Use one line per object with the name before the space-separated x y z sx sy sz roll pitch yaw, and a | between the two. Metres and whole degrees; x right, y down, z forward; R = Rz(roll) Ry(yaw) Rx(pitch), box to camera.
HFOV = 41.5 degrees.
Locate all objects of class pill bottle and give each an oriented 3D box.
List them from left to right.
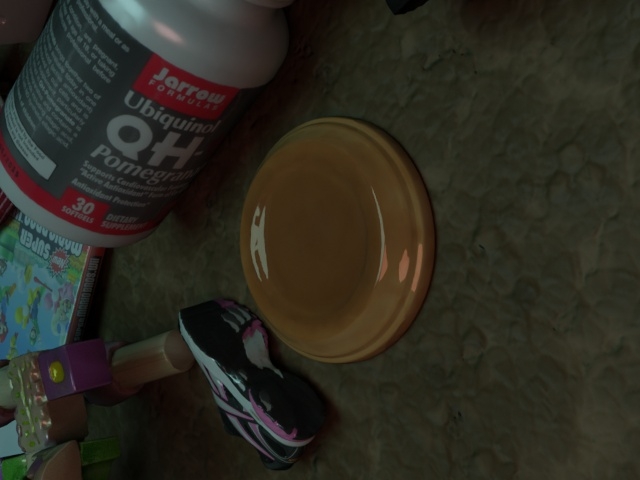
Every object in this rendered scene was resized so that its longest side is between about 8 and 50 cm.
pill bottle | -0.137 -0.153 0.702 0.318 0.176 0.176 -47 61 34

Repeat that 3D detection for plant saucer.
plant saucer | 0.000 0.000 0.673 0.200 0.037 0.200 0 91 43

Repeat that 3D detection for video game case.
video game case | -0.322 0.038 0.962 0.204 0.025 0.285 23 100 40

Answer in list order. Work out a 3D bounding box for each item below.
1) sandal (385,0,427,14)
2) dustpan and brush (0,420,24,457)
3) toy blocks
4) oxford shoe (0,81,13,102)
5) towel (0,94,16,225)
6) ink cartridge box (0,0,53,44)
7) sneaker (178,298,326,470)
sandal | 0.212 -0.229 0.418 0.445 0.167 0.107 -29 96 47
dustpan and brush | -0.327 0.290 0.976 0.147 0.060 0.211 -35 60 23
toy blocks | -0.280 0.237 0.751 0.260 0.309 0.289 -20 77 35
oxford shoe | -0.457 -0.138 1.074 0.212 0.076 0.076 -11 92 42
towel | -0.485 -0.078 1.037 0.329 0.037 0.237 -39 78 30
ink cartridge box | -0.452 -0.337 0.918 0.278 0.201 0.117 38 118 12
sneaker | -0.072 0.126 0.724 0.178 0.072 0.077 48 132 38
